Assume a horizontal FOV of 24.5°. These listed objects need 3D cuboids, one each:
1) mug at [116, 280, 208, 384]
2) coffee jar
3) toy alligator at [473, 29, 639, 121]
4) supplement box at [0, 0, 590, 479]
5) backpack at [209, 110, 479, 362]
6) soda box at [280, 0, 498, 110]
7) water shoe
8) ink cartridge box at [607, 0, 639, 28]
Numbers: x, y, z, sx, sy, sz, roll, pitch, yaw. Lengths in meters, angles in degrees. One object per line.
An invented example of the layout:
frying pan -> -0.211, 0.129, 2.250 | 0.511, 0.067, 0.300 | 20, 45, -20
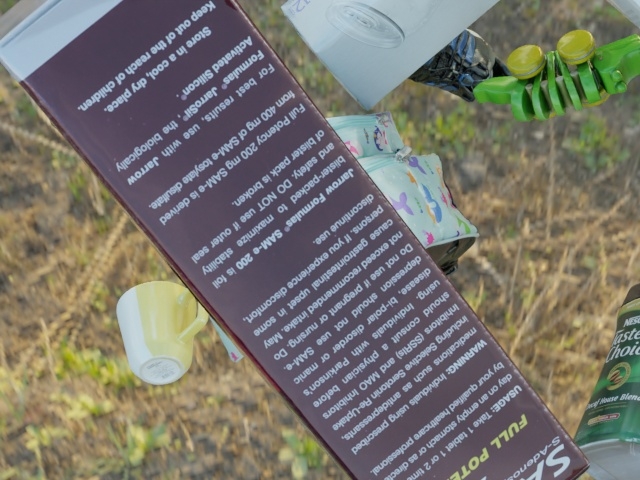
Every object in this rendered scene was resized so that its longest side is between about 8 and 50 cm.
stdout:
mug -> -0.122, 0.070, 1.124 | 0.062, 0.078, 0.064 | 4, 46, -15
coffee jar -> 0.281, 0.114, 1.239 | 0.079, 0.096, 0.184 | 37, 58, -17
toy alligator -> 0.206, -0.124, 1.112 | 0.189, 0.056, 0.051 | -14, 44, 19
supplement box -> -0.016, 0.000, 0.534 | 0.073, 0.130, 0.239 | -40, 107, -4
backpack -> 0.000, 0.000, 1.297 | 0.225, 0.253, 0.191 | -30, 91, 24
soda box -> 0.109, -0.255, 1.337 | 0.286, 0.098, 0.091 | -39, 43, 6
water shoe -> 0.140, -0.184, 1.508 | 0.080, 0.203, 0.073 | 40, 112, 22
ink cartridge box -> 0.321, -0.260, 1.011 | 0.307, 0.072, 0.303 | 41, 89, -2
